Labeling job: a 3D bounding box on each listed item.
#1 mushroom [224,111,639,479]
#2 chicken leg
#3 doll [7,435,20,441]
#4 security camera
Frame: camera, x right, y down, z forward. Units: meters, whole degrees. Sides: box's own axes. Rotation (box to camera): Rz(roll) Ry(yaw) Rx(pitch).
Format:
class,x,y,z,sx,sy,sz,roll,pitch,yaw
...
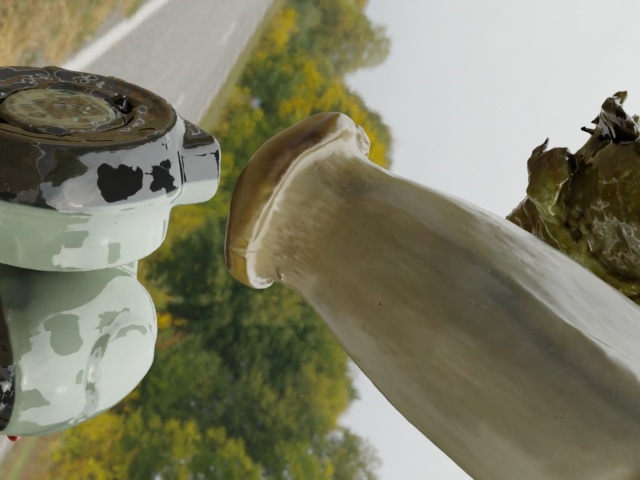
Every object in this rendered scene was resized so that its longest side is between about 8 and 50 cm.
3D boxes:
class,x,y,z,sx,sy,sz,roll,pitch,yaw
mushroom,0.111,0.072,0.602,0.154,0.407,0.138,-37,152,-45
chicken leg,0.223,0.027,0.895,0.140,0.211,0.361,-35,171,-36
doll,-0.318,0.111,1.010,0.109,0.169,0.057,-28,170,28
security camera,-0.210,0.022,0.830,0.191,0.197,0.277,-14,125,-41
